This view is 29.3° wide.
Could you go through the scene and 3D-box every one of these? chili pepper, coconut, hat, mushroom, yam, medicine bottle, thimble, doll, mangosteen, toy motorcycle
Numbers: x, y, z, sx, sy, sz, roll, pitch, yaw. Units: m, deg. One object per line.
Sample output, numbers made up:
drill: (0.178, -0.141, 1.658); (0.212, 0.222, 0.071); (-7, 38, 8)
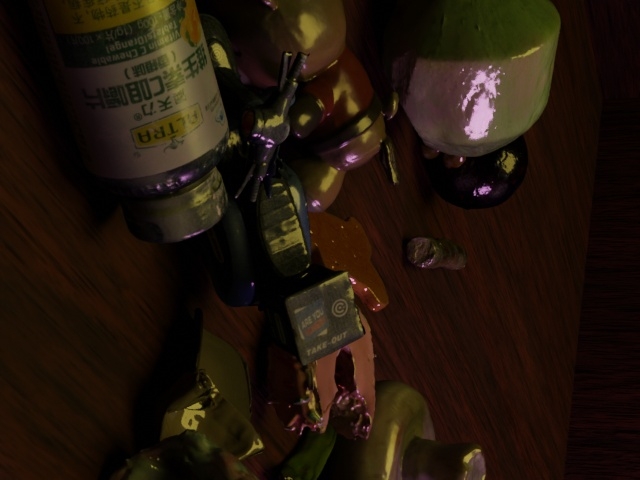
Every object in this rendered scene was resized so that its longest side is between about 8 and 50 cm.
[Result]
chili pepper: (-0.020, 0.293, 1.622); (0.052, 0.050, 0.201); (47, 24, -1)
coconut: (0.237, -0.308, 1.960); (0.328, 0.281, 0.328); (8, 90, -78)
hat: (-0.132, 0.164, 1.324); (0.147, 0.085, 0.175); (54, 17, -40)
mushroom: (0.127, 0.327, 1.761); (0.243, 0.243, 0.243); (0, 90, -69)
yam: (0.213, 0.023, 2.205); (0.253, 0.061, 0.061); (6, 84, -70)
medicine bottle: (-0.166, -0.143, 1.113); (0.141, 0.141, 0.293); (-62, 146, -50)
thimble: (-0.116, 0.294, 1.189); (0.149, 0.185, 0.211); (65, 18, -52)
doll: (-0.021, -0.201, 1.405); (0.235, 0.174, 0.330); (-96, 161, -64)
mangosteen: (0.266, -0.163, 2.203); (0.230, 0.194, 0.194); (45, 43, -26)
toy motorcycle: (-0.066, -0.063, 1.284); (0.125, 0.212, 0.358); (-26, 113, -24)

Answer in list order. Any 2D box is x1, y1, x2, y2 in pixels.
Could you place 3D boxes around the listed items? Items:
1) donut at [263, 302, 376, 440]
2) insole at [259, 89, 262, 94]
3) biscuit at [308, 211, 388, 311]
donut: (0.001, 0.161, 1.606); (0.233, 0.085, 0.199); (27, 59, -62)
insole: (-0.067, -0.169, 1.556); (0.064, 0.004, 0.188); (-28, 116, -68)
biscuit: (-0.001, 0.000, 1.617); (0.250, 0.036, 0.165); (30, 35, -51)
